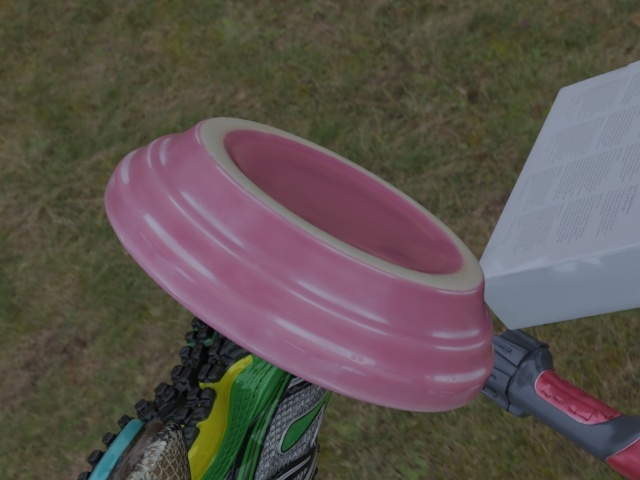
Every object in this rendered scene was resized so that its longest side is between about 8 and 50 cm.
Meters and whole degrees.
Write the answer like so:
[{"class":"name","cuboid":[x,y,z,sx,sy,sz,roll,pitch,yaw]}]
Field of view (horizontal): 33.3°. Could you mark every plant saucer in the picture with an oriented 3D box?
[{"class":"plant saucer","cuboid":[0.000,0.000,0.837,0.332,0.332,0.084,41,110,33]}]

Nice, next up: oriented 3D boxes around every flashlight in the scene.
[{"class":"flashlight","cuboid":[0.323,0.198,1.270,0.103,0.103,0.304,-29,42,-27]}]

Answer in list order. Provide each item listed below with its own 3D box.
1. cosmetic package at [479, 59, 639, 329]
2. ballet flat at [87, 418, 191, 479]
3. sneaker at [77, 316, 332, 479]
[{"class":"cosmetic package","cuboid":[0.371,-0.077,1.270,0.284,0.097,0.377,-18,32,47]},{"class":"ballet flat","cuboid":[-0.177,0.338,0.663,0.182,0.164,0.482,37,96,2]},{"class":"sneaker","cuboid":[-0.049,0.131,0.884,0.134,0.146,0.343,6,51,52]}]
